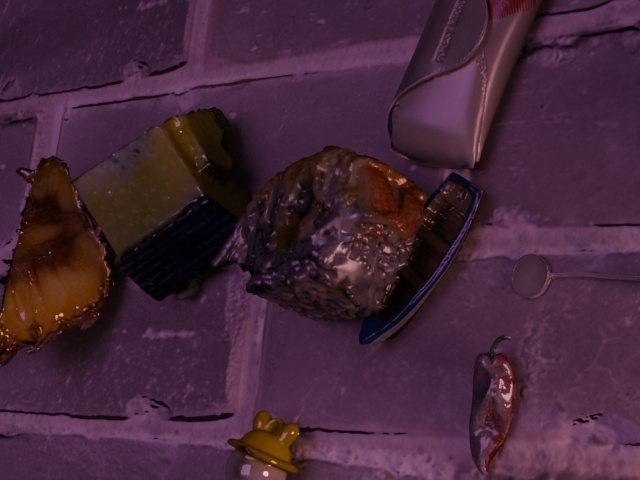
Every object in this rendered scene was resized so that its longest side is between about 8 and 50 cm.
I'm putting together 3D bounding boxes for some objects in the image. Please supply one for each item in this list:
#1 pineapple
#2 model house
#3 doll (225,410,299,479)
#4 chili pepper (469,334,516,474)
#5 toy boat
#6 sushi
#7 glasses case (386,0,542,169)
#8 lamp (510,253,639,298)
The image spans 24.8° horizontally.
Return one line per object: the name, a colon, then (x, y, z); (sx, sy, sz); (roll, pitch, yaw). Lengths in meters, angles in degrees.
pineapple: (-0.374, 0.037, 2.088); (0.161, 0.158, 0.334); (118, 156, -66)
model house: (-0.180, -0.044, 1.946); (0.194, 0.170, 0.211); (-31, 85, 22)
doll: (-0.091, 0.324, 1.749); (0.135, 0.099, 0.241); (18, 87, 66)
chili pepper: (0.187, 0.177, 1.589); (0.050, 0.041, 0.153); (11, 100, 63)
toy boat: (0.117, 0.029, 1.694); (0.080, 0.046, 0.229); (39, 103, 41)
sushi: (0.000, 0.000, 1.722); (0.274, 0.139, 0.184); (-17, 53, 55)
glasses case: (0.176, -0.230, 1.700); (0.128, 0.083, 0.308); (25, 93, 44)
lamp: (0.276, 0.036, 1.551); (0.198, 0.056, 0.050); (-2, 78, 44)
